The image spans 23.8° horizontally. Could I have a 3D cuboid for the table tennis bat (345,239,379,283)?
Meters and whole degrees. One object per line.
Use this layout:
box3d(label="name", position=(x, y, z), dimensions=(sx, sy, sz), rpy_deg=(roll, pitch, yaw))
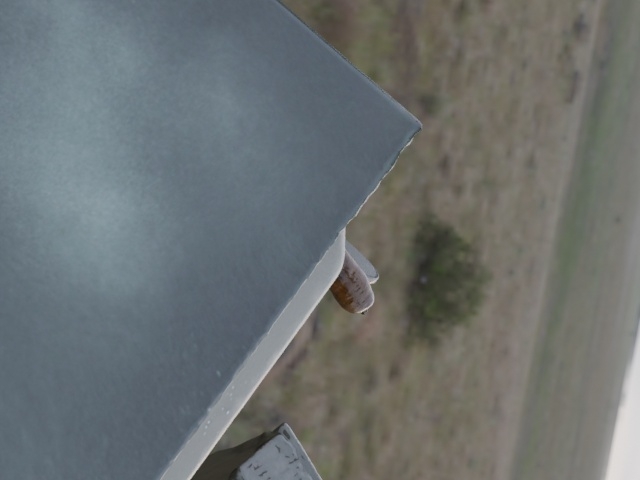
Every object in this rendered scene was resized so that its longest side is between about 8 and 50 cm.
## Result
box3d(label="table tennis bat", position=(0.000, 0.000, 1.452), dimensions=(0.014, 0.095, 0.158), rpy_deg=(-50, 140, 12))

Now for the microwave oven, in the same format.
box3d(label="microwave oven", position=(-0.216, 0.033, 0.717), dimensions=(0.432, 0.374, 0.236), rpy_deg=(-53, -169, -17))

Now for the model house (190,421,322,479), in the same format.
box3d(label="model house", position=(-0.066, 0.248, 1.141), dimensions=(0.229, 0.188, 0.122), rpy_deg=(62, -12, 9))

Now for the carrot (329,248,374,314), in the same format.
box3d(label="carrot", position=(-0.004, -0.002, 1.338), dimensions=(0.165, 0.035, 0.035), rpy_deg=(55, 28, -13))
